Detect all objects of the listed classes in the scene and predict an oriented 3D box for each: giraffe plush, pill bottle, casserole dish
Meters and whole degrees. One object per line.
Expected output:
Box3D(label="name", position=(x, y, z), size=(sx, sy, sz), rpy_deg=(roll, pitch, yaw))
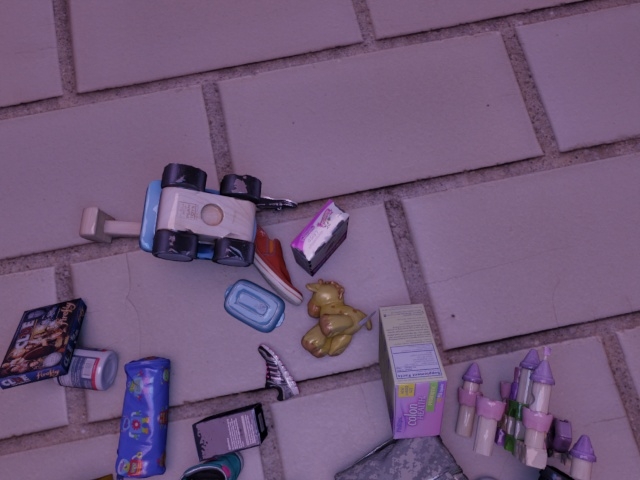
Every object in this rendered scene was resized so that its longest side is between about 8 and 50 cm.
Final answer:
Box3D(label="giraffe plush", position=(0.025, 0.193, 1.354), size=(0.210, 0.181, 0.171), rpy_deg=(-36, 56, 3))
Box3D(label="pill bottle", position=(-0.655, 0.341, 1.341), size=(0.179, 0.108, 0.108), rpy_deg=(6, 76, 3))
Box3D(label="casserole dish", position=(-0.189, 0.183, 1.411), size=(0.188, 0.037, 0.114), rpy_deg=(28, 79, 6))

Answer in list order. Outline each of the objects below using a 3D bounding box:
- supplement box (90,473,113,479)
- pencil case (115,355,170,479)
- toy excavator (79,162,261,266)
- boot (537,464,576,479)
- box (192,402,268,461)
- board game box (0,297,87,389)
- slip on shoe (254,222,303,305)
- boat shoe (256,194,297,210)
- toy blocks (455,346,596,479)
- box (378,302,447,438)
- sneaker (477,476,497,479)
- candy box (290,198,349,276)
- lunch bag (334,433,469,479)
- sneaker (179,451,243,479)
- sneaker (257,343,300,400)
Box3D(label="supplement box", position=(-0.589, 0.703, 1.206), size=(0.128, 0.191, 0.194), rpy_deg=(-16, 76, -3))
Box3D(label="pencil case", position=(-0.464, 0.461, 1.303), size=(0.133, 0.119, 0.307), rpy_deg=(-4, 76, 11))
Box3D(label="toy excavator", position=(-0.412, -0.036, 1.343), size=(0.432, 0.445, 0.223), rpy_deg=(9, 76, -24))
Box3D(label="boot", position=(0.551, 0.662, 1.207), size=(0.094, 0.246, 0.207), rpy_deg=(26, 84, 47))
Box3D(label="box", position=(-0.227, 0.486, 1.274), size=(0.158, 0.156, 0.093), rpy_deg=(-14, 77, -2))
Box3D(label="board game box", position=(-0.733, 0.266, 1.322), size=(0.164, 0.042, 0.243), rpy_deg=(-13, 38, -3))
Box3D(label="slip on shoe", position=(-0.147, 0.042, 1.408), size=(0.101, 0.123, 0.331), rpy_deg=(-35, 73, -11))
Box3D(label="boat shoe", position=(-0.131, -0.106, 1.476), size=(0.125, 0.046, 0.038), rpy_deg=(10, 76, 6))
Box3D(label="toy blocks", position=(0.513, 0.394, 1.219), size=(0.308, 0.288, 0.260), rpy_deg=(12, 80, 7))
Box3D(label="box", position=(0.218, 0.317, 1.228), size=(0.117, 0.214, 0.243), rpy_deg=(-5, 36, 0))
Box3D(label="sneaker", position=(0.425, 0.777, 1.195), size=(0.135, 0.150, 0.367), rpy_deg=(3, 76, 1))
Box3D(label="candy box", position=(0.000, 0.000, 1.352), size=(0.071, 0.233, 0.159), rpy_deg=(40, 79, 9))
Box3D(label="lunch bag", position=(0.208, 0.611, 1.211), size=(0.305, 0.213, 0.256), rpy_deg=(-31, 57, -7))
Box3D(label="sneaker", position=(-0.323, 0.645, 1.223), size=(0.295, 0.178, 0.124), rpy_deg=(-42, 79, -9))
Box3D(label="sneaker", position=(-0.129, 0.362, 1.350), size=(0.074, 0.063, 0.170), rpy_deg=(-34, 83, -14))
